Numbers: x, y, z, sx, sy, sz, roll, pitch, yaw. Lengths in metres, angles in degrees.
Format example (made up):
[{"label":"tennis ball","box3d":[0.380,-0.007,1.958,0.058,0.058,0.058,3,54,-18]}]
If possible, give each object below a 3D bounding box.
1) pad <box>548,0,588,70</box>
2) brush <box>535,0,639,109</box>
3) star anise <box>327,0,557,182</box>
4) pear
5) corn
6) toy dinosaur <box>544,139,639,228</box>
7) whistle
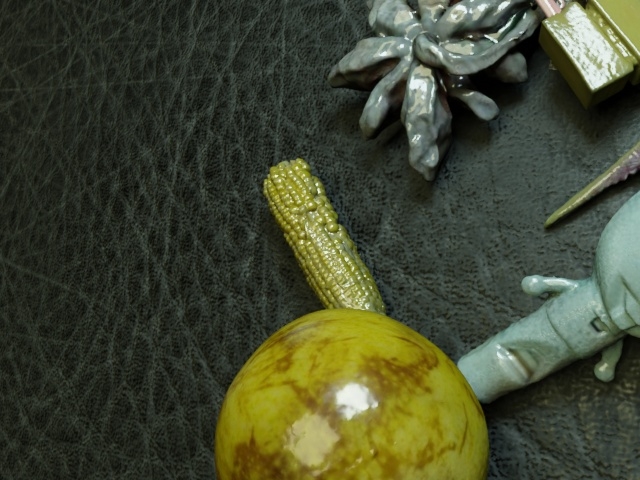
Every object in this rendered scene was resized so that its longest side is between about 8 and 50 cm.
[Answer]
[{"label":"pad","box3d":[0.351,-0.291,0.746,0.158,0.003,0.235,8,76,12]},{"label":"brush","box3d":[0.275,-0.264,0.727,0.103,0.047,0.233,-29,71,2]},{"label":"star anise","box3d":[0.143,-0.253,0.823,0.315,0.139,0.360,-1,76,24]},{"label":"pear","box3d":[0.028,0.199,0.654,0.280,0.280,0.281,-12,66,30]},{"label":"corn","box3d":[0.000,0.000,0.862,0.086,0.086,0.288,-39,57,16]},{"label":"toy dinosaur","box3d":[0.365,-0.099,0.664,0.251,0.072,0.200,8,88,25]},{"label":"whistle","box3d":[0.283,0.055,0.628,0.346,0.142,0.134,-39,26,30]}]
